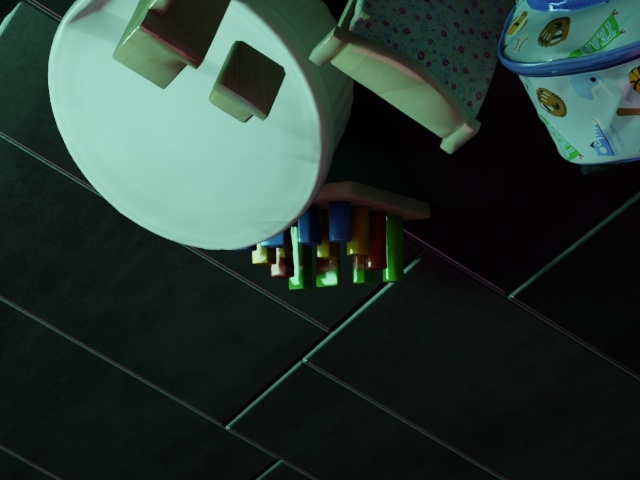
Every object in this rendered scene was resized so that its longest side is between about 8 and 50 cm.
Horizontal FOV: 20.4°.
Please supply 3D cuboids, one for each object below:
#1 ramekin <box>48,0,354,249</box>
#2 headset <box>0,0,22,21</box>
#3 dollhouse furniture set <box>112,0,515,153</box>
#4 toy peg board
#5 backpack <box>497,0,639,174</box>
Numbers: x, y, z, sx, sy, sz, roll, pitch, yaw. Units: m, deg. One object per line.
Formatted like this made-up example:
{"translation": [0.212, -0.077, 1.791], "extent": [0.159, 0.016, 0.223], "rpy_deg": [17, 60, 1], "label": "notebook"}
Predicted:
{"translation": [-0.094, -0.137, 1.569], "extent": [0.273, 0.127, 0.273], "rpy_deg": [14, 127, 19], "label": "ramekin"}
{"translation": [-0.360, -0.287, 1.488], "extent": [0.243, 0.185, 0.394], "rpy_deg": [28, 151, -35], "label": "headset"}
{"translation": [0.075, -0.184, 1.326], "extent": [0.355, 0.303, 0.174], "rpy_deg": [32, 144, -14], "label": "dollhouse furniture set"}
{"translation": [0.000, 0.000, 1.701], "extent": [0.161, 0.079, 0.161], "rpy_deg": [-6, 170, 30], "label": "toy peg board"}
{"translation": [0.255, -0.181, 1.290], "extent": [0.276, 0.263, 0.213], "rpy_deg": [-19, 126, 40], "label": "backpack"}
